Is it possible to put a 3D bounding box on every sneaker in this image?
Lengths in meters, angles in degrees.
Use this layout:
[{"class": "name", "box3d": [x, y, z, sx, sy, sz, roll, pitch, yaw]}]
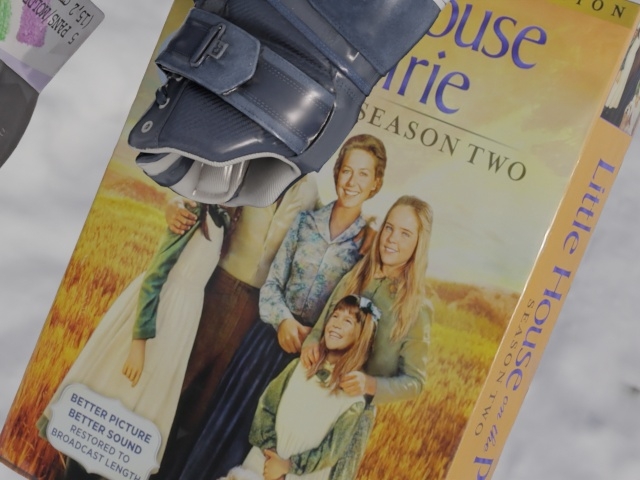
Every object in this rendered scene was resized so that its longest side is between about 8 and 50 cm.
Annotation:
[{"class": "sneaker", "box3d": [-0.059, -0.114, 0.854, 0.226, 0.163, 0.086, 36, 3, 35]}]

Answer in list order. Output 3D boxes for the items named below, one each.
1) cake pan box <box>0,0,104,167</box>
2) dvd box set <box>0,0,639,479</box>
[{"class": "cake pan box", "box3d": [-0.297, -0.127, 1.079, 0.267, 0.246, 0.070, 45, -5, -38]}, {"class": "dvd box set", "box3d": [0.000, 0.000, 1.055, 0.308, 0.420, 0.062, 25, 4, 31]}]
